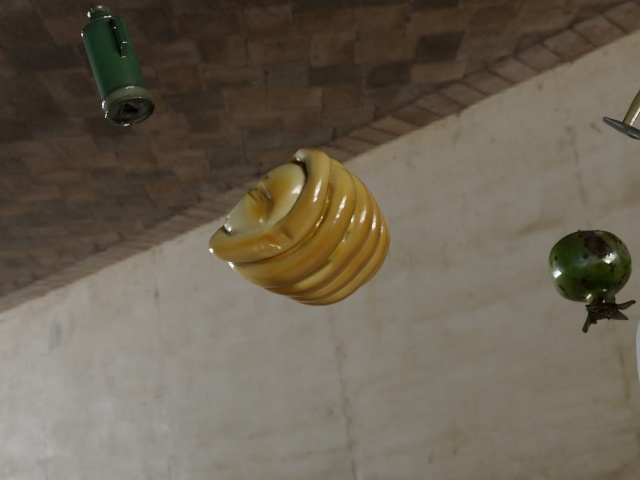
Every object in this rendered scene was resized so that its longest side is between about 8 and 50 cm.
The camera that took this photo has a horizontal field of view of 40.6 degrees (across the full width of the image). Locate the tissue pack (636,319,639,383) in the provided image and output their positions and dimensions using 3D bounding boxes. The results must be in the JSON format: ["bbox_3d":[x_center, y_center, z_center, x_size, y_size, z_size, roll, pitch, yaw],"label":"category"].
[{"bbox_3d":[0.639,0.141,1.259,0.333,0.235,0.229,4,153,15],"label":"tissue pack"}]

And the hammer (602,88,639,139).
[{"bbox_3d":[0.489,-0.241,1.285,0.062,0.199,0.013,28,166,17],"label":"hammer"}]

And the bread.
[{"bbox_3d":[0.000,0.000,1.046,0.173,0.121,0.311,-45,159,6],"label":"bread"}]

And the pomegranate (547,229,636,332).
[{"bbox_3d":[0.473,0.057,1.495,0.149,0.169,0.148,-10,129,-12],"label":"pomegranate"}]

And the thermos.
[{"bbox_3d":[-0.306,-0.267,1.273,0.073,0.187,0.083,-22,160,1],"label":"thermos"}]
